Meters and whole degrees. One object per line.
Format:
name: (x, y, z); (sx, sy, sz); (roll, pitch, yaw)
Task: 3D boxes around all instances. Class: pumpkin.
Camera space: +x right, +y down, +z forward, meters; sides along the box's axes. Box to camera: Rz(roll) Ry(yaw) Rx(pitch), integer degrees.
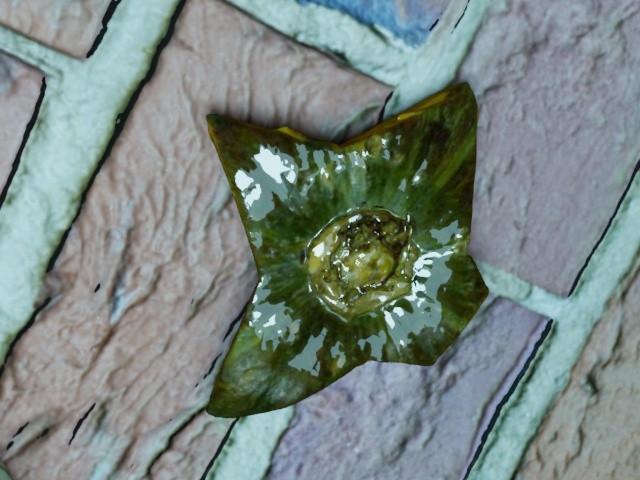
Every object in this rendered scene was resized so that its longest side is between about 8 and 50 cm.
pumpkin: (0.021, 0.015, 1.241); (0.258, 0.095, 0.290); (-6, 107, -12)

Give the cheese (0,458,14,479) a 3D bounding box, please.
cheese: (-0.374, 0.275, 1.112); (0.318, 0.326, 0.115); (0, 121, 21)
